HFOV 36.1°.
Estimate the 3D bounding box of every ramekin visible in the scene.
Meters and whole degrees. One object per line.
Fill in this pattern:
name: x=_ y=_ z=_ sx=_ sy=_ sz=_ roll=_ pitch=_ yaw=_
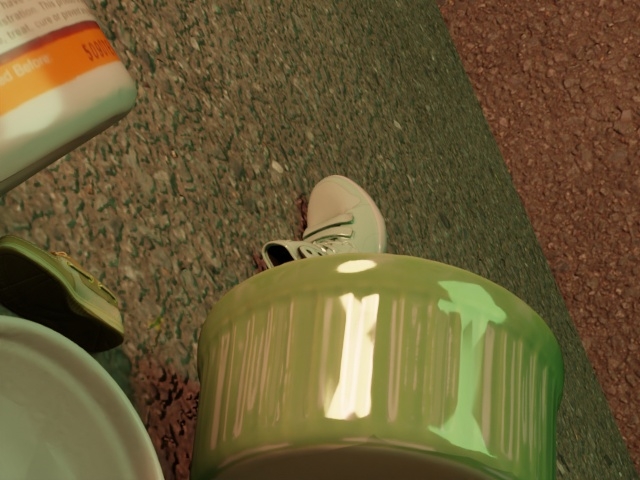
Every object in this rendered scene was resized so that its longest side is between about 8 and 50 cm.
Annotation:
ramekin: x=0.041 y=0.162 z=0.773 sx=0.303 sy=0.303 sz=0.148 roll=45 pitch=37 yaw=-35
ramekin: x=-0.187 y=0.154 z=0.533 sx=0.207 sy=0.109 sz=0.207 roll=45 pitch=30 yaw=-35

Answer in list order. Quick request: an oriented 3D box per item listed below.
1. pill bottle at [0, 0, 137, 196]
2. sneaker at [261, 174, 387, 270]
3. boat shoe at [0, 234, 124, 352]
pill bottle: x=-0.294 y=-0.187 z=0.532 sx=0.392 sy=0.224 sz=0.224 roll=59 pitch=24 yaw=-10
sneaker: x=0.000 y=0.000 z=1.101 sx=0.151 sy=0.094 sz=0.256 roll=36 pitch=34 yaw=-41
boat shoe: x=-0.196 y=0.034 z=0.725 sx=0.135 sy=0.050 sz=0.045 roll=53 pitch=20 yaw=-45
